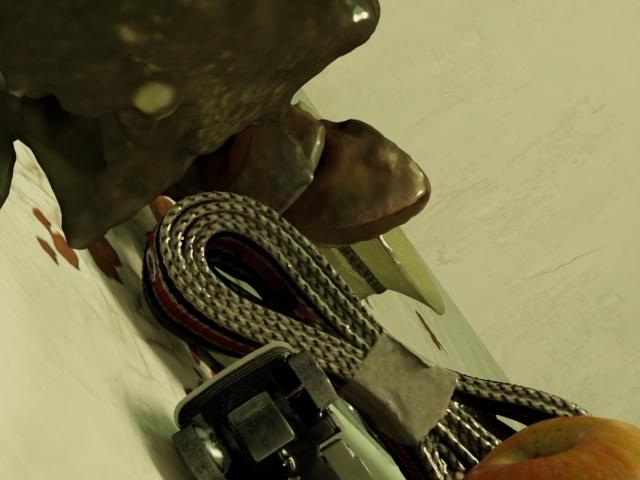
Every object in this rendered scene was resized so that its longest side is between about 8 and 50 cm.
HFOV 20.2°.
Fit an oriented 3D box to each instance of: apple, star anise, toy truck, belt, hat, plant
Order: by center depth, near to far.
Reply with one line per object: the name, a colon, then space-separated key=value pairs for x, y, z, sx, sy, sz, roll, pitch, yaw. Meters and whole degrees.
plant: x=-0.122 y=-0.119 z=0.871 sx=0.188 sy=0.276 sz=0.199 roll=33 pitch=33 yaw=-64
toy truck: x=0.000 y=0.171 z=1.071 sx=0.216 sy=0.110 sz=0.116 roll=56 pitch=-6 yaw=6
apple: x=0.167 y=0.206 z=1.108 sx=0.199 sy=0.199 sz=0.199 roll=55 pitch=7 yaw=-10
belt: x=0.034 y=0.090 z=1.231 sx=0.359 sy=0.126 sz=0.094 roll=37 pitch=-11 yaw=-7
star anise: x=-0.069 y=-0.070 z=1.329 sx=0.315 sy=0.108 sz=0.315 roll=24 pitch=-5 yaw=2
hat: x=0.000 y=0.000 z=1.751 sx=0.257 sy=0.130 sz=0.257 roll=55 pitch=6 yaw=-8

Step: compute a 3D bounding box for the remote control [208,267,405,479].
remote control: x=-0.029 y=0.093 z=1.402 sx=0.296 sy=0.056 sz=0.140 roll=49 pitch=7 yaw=-40
